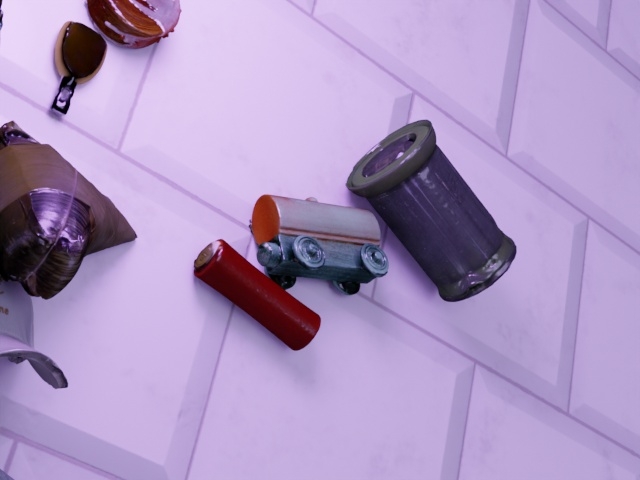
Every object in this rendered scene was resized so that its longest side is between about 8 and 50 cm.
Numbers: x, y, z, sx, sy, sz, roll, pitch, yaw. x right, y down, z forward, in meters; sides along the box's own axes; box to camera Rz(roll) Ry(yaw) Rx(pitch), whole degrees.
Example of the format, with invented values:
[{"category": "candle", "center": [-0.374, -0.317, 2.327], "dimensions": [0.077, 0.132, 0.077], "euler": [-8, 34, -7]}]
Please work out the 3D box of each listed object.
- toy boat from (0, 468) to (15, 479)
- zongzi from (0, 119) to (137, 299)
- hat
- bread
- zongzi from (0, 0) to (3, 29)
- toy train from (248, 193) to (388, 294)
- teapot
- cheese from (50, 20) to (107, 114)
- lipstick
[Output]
[{"category": "toy boat", "center": [-0.489, 0.316, 1.519], "dimensions": [0.260, 0.078, 0.085], "euler": [44, 36, -23]}, {"category": "zongzi", "center": [-0.342, 0.002, 1.647], "dimensions": [0.317, 0.154, 0.289], "euler": [28, 20, -40]}, {"category": "hat", "center": [-0.461, 0.103, 1.509], "dimensions": [0.258, 0.301, 0.168], "euler": [3, 96, -41]}, {"category": "bread", "center": [-0.316, -0.402, 1.933], "dimensions": [0.160, 0.073, 0.160], "euler": [19, 60, -35]}, {"category": "zongzi", "center": [-0.524, -0.160, 1.542], "dimensions": [0.362, 0.319, 0.383], "euler": [44, 68, -1]}, {"category": "toy train", "center": [0.000, 0.000, 2.043], "dimensions": [0.285, 0.116, 0.177], "euler": [7, 58, -38]}, {"category": "teapot", "center": [0.226, -0.054, 2.212], "dimensions": [0.337, 0.200, 0.270], "euler": [51, 16, -17]}, {"category": "cheese", "center": [-0.398, -0.273, 1.840], "dimensions": [0.086, 0.036, 0.162], "euler": [31, 57, -32]}, {"category": "lipstick", "center": [-0.105, 0.094, 1.931], "dimensions": [0.241, 0.080, 0.080], "euler": [40, 53, -24]}]
